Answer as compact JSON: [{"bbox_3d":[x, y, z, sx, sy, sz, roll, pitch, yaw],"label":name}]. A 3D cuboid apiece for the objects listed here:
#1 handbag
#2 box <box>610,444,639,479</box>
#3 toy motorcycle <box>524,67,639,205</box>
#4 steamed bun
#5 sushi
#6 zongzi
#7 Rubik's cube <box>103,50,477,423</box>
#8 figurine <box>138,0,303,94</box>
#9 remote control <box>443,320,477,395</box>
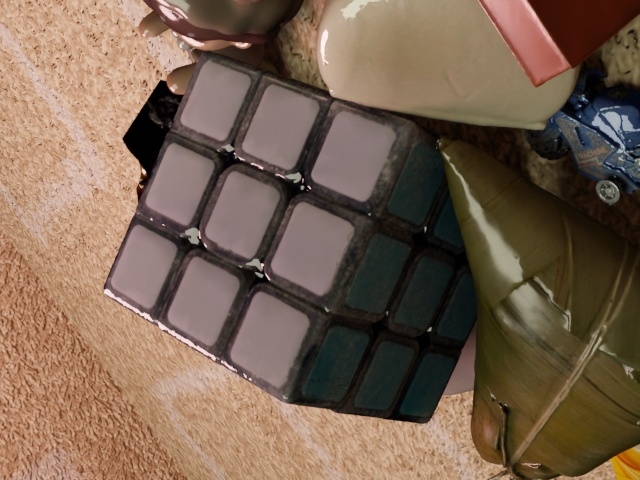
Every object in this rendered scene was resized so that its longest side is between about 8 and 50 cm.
[{"bbox_3d":[0.209,-0.226,0.854,0.127,0.190,0.063,56,148,-6],"label":"handbag"},{"bbox_3d":[0.412,0.257,1.247,0.152,0.043,0.269,8,130,50],"label":"box"},{"bbox_3d":[0.286,-0.104,1.006,0.205,0.076,0.114,26,135,35],"label":"toy motorcycle"},{"bbox_3d":[0.123,-0.211,0.953,0.242,0.146,0.164,9,138,3],"label":"steamed bun"},{"bbox_3d":[-0.133,-0.055,1.413,0.215,0.212,0.227,26,173,34],"label":"sushi"},{"bbox_3d":[0.194,0.115,1.147,0.418,0.181,0.447,36,138,-6],"label":"zongzi"},{"bbox_3d":[0.000,0.000,1.164,0.304,0.301,0.305,26,-175,34],"label":"Rubik's cube"},{"bbox_3d":[-0.116,-0.291,1.237,0.248,0.203,0.380,57,167,21],"label":"figurine"},{"bbox_3d":[0.153,0.106,1.369,0.221,0.103,0.332,48,150,-7],"label":"remote control"}]
